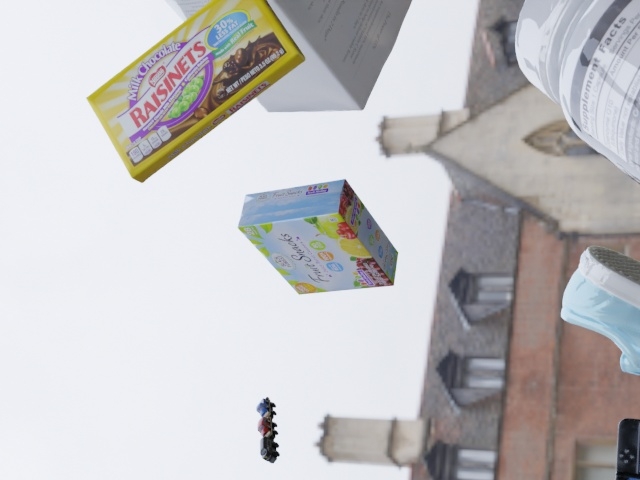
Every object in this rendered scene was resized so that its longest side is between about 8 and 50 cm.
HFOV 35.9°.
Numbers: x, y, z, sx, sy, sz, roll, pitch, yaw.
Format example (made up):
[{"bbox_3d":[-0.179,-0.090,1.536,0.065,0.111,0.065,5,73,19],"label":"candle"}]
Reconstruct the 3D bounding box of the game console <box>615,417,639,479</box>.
[{"bbox_3d":[0.469,0.306,1.323,0.085,0.144,0.124,24,-110,-70],"label":"game console"}]

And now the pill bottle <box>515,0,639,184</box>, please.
[{"bbox_3d":[0.350,-0.135,0.896,0.361,0.204,0.204,53,172,46],"label":"pill bottle"}]

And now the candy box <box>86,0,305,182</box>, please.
[{"bbox_3d":[-0.125,-0.157,0.965,0.105,0.206,0.027,58,-169,19],"label":"candy box"}]

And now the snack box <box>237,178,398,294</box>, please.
[{"bbox_3d":[0.000,0.000,1.517,0.207,0.174,0.070,53,-140,-46],"label":"snack box"}]

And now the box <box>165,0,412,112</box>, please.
[{"bbox_3d":[-0.057,-0.340,1.178,0.345,0.168,0.215,46,-121,-43],"label":"box"}]

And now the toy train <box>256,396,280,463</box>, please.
[{"bbox_3d":[-0.095,0.329,1.734,0.036,0.027,0.158,28,-156,-20],"label":"toy train"}]

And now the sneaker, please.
[{"bbox_3d":[0.538,0.155,1.505,0.135,0.366,0.150,-29,-33,-57],"label":"sneaker"}]
